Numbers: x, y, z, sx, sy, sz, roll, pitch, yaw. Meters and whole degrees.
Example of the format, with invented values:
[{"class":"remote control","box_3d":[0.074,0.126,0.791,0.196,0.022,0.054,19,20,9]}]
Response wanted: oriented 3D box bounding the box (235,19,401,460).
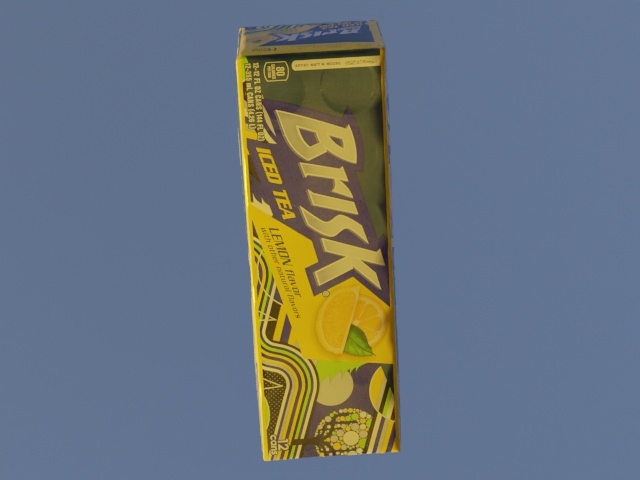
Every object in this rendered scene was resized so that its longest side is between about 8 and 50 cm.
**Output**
[{"class":"box","box_3d":[0.000,0.000,0.667,0.059,0.054,0.169,-3,-71,-1]}]
